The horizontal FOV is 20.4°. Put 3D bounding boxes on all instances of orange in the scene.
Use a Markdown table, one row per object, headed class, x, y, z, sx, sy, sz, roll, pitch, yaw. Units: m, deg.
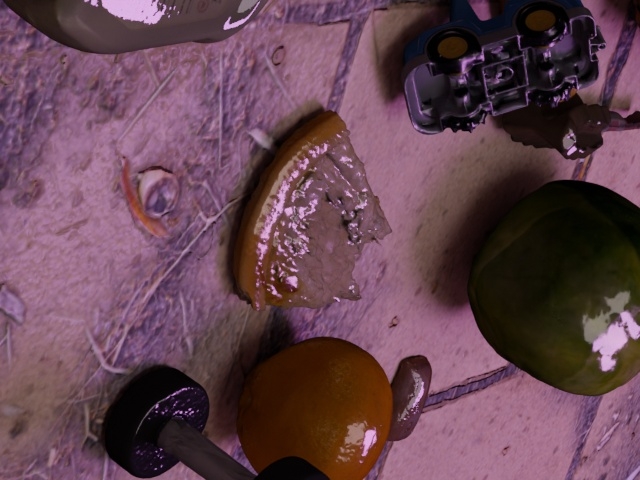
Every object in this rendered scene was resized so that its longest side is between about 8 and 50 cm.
| class | x | y | z | sx | sy | sz | roll | pitch | yaw |
| --- | --- | --- | --- | --- | --- | --- | --- | --- | --- |
| orange | -0.009 | 0.163 | 1.651 | 0.136 | 0.159 | 0.159 | 16 | 106 | -16 |

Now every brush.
| class | x | y | z | sx | sy | sz | roll | pitch | yaw |
| --- | --- | --- | --- | --- | --- | --- | --- | --- | --- |
| brush | 0.289 | -0.123 | 1.892 | 0.301 | 0.084 | 0.071 | -8 | 121 | -58 |

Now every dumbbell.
| class | x | y | z | sx | sy | sz | roll | pitch | yaw |
| --- | --- | --- | --- | --- | --- | --- | --- | --- | --- |
| dumbbell | -0.088 | 0.194 | 1.516 | 0.100 | 0.191 | 0.100 | -34 | 140 | -34 |

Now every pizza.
| class | x | y | z | sx | sy | sz | roll | pitch | yaw |
| --- | --- | --- | --- | --- | --- | --- | --- | --- | --- |
| pizza | 0.000 | 0.000 | 1.626 | 0.181 | 0.034 | 0.262 | -55 | 148 | -7 |

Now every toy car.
| class | x | y | z | sx | sy | sz | roll | pitch | yaw |
| --- | --- | --- | --- | --- | --- | --- | --- | --- | --- |
| toy car | 0.161 | -0.176 | 1.632 | 0.191 | 0.100 | 0.097 | -18 | 140 | -1 |

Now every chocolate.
| class | x | y | z | sx | sy | sz | roll | pitch | yaw |
| --- | --- | --- | --- | --- | --- | --- | --- | --- | --- |
| chocolate | 0.097 | 0.174 | 1.911 | 0.064 | 0.031 | 0.100 | 5 | 111 | -60 |

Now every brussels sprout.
| class | x | y | z | sx | sy | sz | roll | pitch | yaw |
| --- | --- | --- | --- | --- | --- | --- | --- | --- | --- |
| brussels sprout | 0.283 | 0.052 | 1.885 | 0.271 | 0.219 | 0.210 | 21 | 102 | -42 |

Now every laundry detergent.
| class | x | y | z | sx | sy | sz | roll | pitch | yaw |
| --- | --- | --- | --- | --- | --- | --- | --- | --- | --- |
| laundry detergent | -0.103 | -0.218 | 1.247 | 0.253 | 0.091 | 0.181 | -5 | 114 | -53 |

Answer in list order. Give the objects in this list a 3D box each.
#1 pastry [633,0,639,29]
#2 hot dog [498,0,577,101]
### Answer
| class | x | y | z | sx | sy | sz | roll | pitch | yaw |
| --- | --- | --- | --- | --- | --- | --- | --- | --- | --- |
| pastry | 0.495 | -0.286 | 1.845 | 0.337 | 0.292 | 0.405 | -8 | 136 | -37 |
| hot dog | 0.207 | -0.243 | 1.666 | 0.061 | 0.088 | 0.286 | -49 | 150 | -26 |
